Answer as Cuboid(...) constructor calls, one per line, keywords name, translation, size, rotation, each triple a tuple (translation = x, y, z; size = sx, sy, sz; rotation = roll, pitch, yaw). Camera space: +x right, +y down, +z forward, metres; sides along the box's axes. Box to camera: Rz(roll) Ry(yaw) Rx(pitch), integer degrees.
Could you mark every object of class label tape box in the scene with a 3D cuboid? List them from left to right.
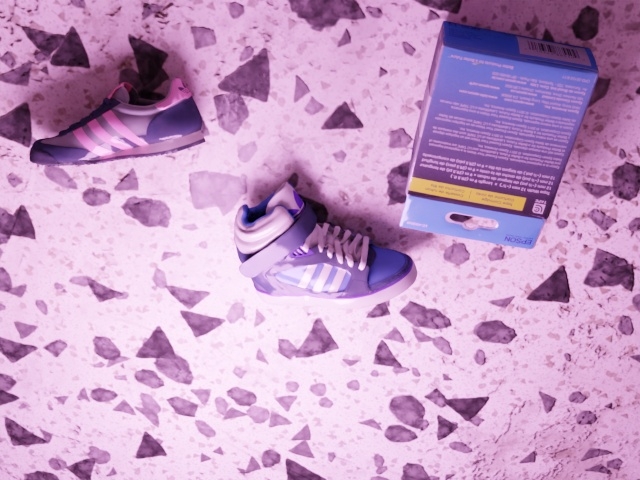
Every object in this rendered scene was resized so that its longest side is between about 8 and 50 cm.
Cuboid(name="label tape box", translation=(0.286, -0.169, 1.508), size=(0.249, 0.115, 0.347), rotation=(10, 126, -1))

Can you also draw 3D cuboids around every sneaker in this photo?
Cuboid(name="sneaker", translation=(-0.363, -0.206, 1.565), size=(0.319, 0.112, 0.131), rotation=(-8, 105, 7))
Cuboid(name="sneaker", translation=(0.000, 0.000, 1.633), size=(0.323, 0.130, 0.236), rotation=(-4, 127, 15))
